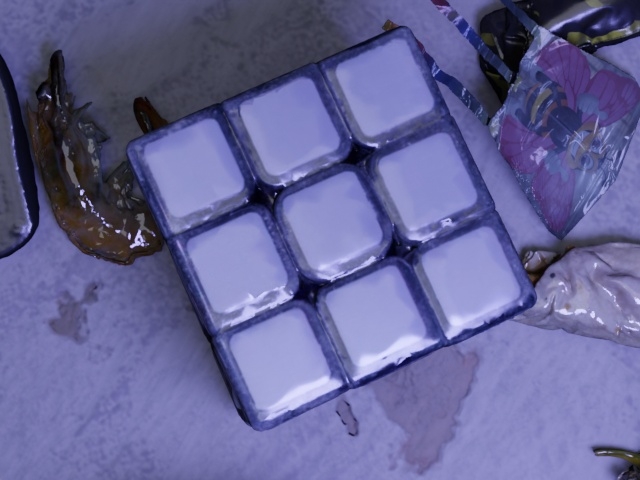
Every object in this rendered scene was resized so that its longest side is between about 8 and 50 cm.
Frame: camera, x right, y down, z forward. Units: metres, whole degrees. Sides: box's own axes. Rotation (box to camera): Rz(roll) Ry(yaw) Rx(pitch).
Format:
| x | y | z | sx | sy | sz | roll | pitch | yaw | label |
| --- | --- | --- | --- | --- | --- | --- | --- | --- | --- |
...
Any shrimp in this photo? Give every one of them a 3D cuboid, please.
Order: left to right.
| x | y | z | sx | sy | sz | roll | pitch | yaw | label |
| --- | --- | --- | --- | --- | --- | --- | --- | --- | --- |
| -0.236 | -0.097 | 1.497 | 0.173 | 0.058 | 0.253 | -11 | 91 | -7 | shrimp |

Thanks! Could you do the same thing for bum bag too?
| x | y | z | sx | sy | sz | roll | pitch | yaw | label |
| --- | --- | --- | --- | --- | --- | --- | --- | --- | --- |
| 0.285 | -0.244 | 1.482 | 0.232 | 0.060 | 0.107 | -27 | 96 | 3 | bum bag |

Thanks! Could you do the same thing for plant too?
| x | y | z | sx | sy | sz | roll | pitch | yaw | label |
| --- | --- | --- | --- | --- | --- | --- | --- | --- | --- |
| 0.368 | 0.258 | 1.465 | 0.116 | 0.104 | 0.122 | -32 | 54 | -33 | plant |

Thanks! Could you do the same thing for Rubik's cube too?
| x | y | z | sx | sy | sz | roll | pitch | yaw | label |
| --- | --- | --- | --- | --- | --- | --- | --- | --- | --- |
| 0.000 | 0.000 | 1.346 | 0.301 | 0.305 | 0.304 | -23 | 85 | -7 | Rubik's cube |

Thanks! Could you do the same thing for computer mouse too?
| x | y | z | sx | sy | sz | roll | pitch | yaw | label |
| --- | --- | --- | --- | --- | --- | --- | --- | --- | --- |
| -0.398 | -0.107 | 1.483 | 0.137 | 0.086 | 0.270 | -9 | 96 | -4 | computer mouse |

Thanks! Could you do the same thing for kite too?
| x | y | z | sx | sy | sz | roll | pitch | yaw | label |
| --- | --- | --- | --- | --- | --- | --- | --- | --- | --- |
| 0.214 | -0.162 | 1.411 | 0.360 | 0.022 | 0.204 | 35 | 80 | -30 | kite |

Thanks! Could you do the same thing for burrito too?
| x | y | z | sx | sy | sz | roll | pitch | yaw | label |
| --- | --- | --- | --- | --- | --- | --- | --- | --- | --- |
| 0.396 | 0.067 | 1.462 | 0.392 | 0.076 | 0.117 | 8 | 82 | 0 | burrito |
